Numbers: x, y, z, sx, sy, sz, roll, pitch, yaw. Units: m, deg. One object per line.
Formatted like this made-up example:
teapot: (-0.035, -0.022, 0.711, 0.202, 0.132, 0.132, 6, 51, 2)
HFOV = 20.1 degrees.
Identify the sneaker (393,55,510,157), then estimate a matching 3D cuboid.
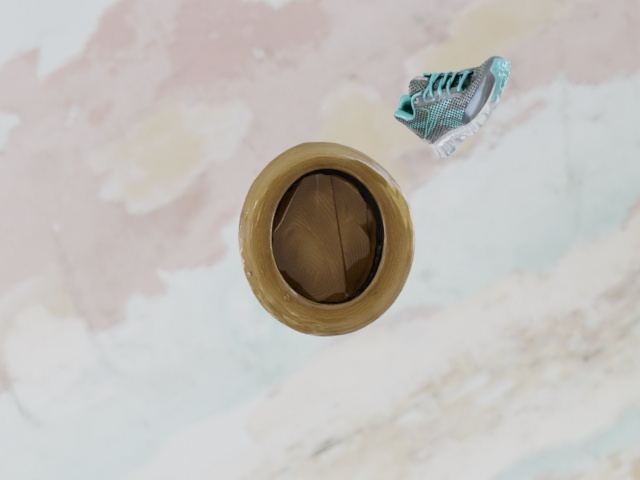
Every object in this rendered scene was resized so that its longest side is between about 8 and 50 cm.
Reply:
sneaker: (0.121, -0.135, 1.712, 0.076, 0.065, 0.166, 30, -30, -9)

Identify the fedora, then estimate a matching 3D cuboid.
fedora: (0.000, 0.000, 1.807, 0.194, 0.194, 0.079, -20, 1, -15)
